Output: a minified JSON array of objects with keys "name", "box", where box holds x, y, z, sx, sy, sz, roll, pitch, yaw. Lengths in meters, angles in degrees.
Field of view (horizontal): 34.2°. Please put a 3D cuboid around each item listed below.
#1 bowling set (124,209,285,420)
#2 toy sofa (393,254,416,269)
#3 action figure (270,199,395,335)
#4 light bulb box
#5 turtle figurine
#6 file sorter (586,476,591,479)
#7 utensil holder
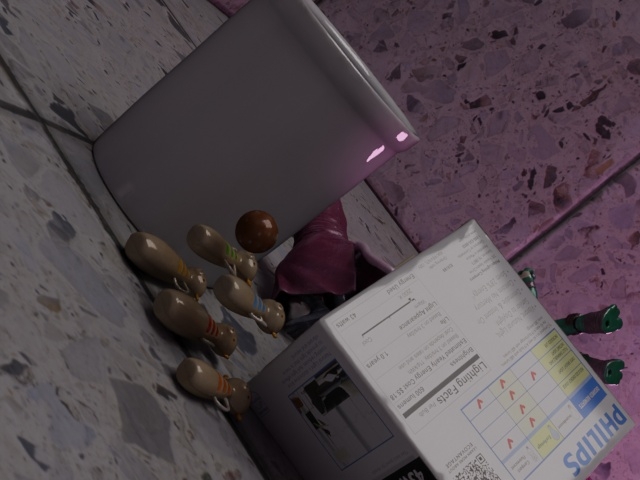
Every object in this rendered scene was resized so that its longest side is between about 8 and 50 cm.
[{"name":"bowling set","box":[-0.105,0.068,1.322,0.154,0.200,0.287,41,19,-51]},{"name":"toy sofa","box":[0.256,0.214,2.279,0.362,0.150,0.177,53,-29,10]},{"name":"action figure","box":[0.000,0.000,1.840,0.248,0.276,0.370,36,30,-37]},{"name":"light bulb box","box":[0.159,0.222,1.387,0.358,0.225,0.361,-30,79,-43]},{"name":"turtle figurine","box":[0.327,0.142,1.536,0.234,0.118,0.175,6,-57,45]},{"name":"file sorter","box":[0.541,0.626,2.146,0.290,0.202,0.182,52,7,3]},{"name":"utensil holder","box":[-0.099,-0.157,1.574,0.327,0.385,0.327,49,10,-11]}]
